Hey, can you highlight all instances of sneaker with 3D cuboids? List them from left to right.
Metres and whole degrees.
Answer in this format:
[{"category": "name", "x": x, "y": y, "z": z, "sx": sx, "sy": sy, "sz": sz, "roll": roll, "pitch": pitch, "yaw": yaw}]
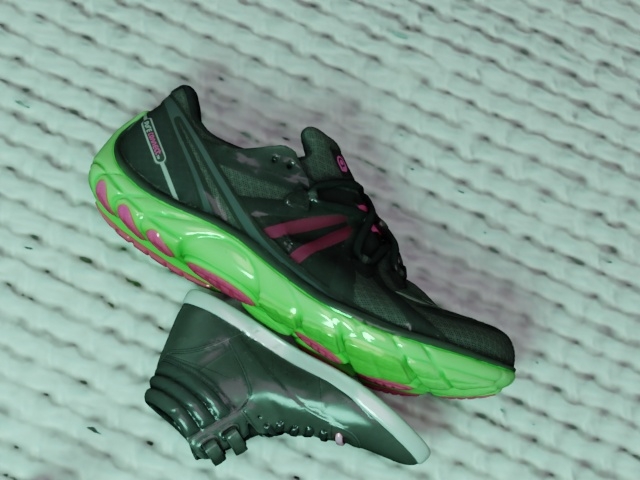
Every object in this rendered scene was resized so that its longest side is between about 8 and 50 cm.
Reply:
[{"category": "sneaker", "x": -0.044, "y": 0.182, "z": 1.330, "sx": 0.295, "sy": 0.104, "sz": 0.147, "roll": 30, "pitch": 75, "yaw": 9}, {"category": "sneaker", "x": 0.000, "y": 0.000, "z": 1.341, "sx": 0.483, "sy": 0.185, "sz": 0.202, "roll": 32, "pitch": 77, "yaw": 3}]
